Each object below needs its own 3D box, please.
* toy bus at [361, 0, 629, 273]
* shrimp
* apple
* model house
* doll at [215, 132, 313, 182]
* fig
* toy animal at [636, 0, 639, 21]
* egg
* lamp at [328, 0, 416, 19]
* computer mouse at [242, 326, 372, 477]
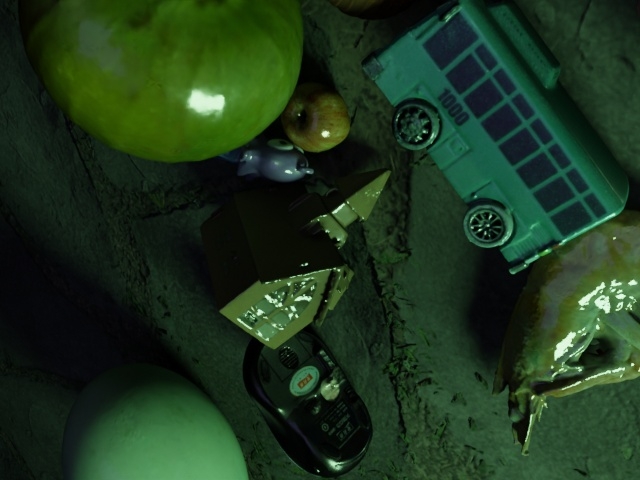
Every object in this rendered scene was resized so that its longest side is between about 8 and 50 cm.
[{"bbox_3d":[0.173,-0.116,0.564,0.147,0.128,0.256,-35,92,36],"label":"toy bus"},{"bbox_3d":[0.290,0.114,0.625,0.168,0.077,0.318,22,118,20],"label":"shrimp"},{"bbox_3d":[-0.005,-0.149,0.698,0.083,0.071,0.084,8,106,29],"label":"apple"},{"bbox_3d":[0.000,0.000,0.733,0.248,0.181,0.176,-37,131,13],"label":"model house"},{"bbox_3d":[-0.091,-0.112,0.747,0.205,0.110,0.067,19,101,33],"label":"doll"},{"bbox_3d":[-0.180,-0.229,0.654,0.315,0.316,0.317,13,117,27],"label":"fig"},{"bbox_3d":[0.367,-0.160,0.375,0.237,0.269,0.326,42,94,9],"label":"toy animal"},{"bbox_3d":[-0.272,0.391,0.971,0.276,0.276,0.389,-20,99,37],"label":"egg"},{"bbox_3d":[0.051,-0.287,0.560,0.136,0.136,0.137,13,117,27],"label":"lamp"},{"bbox_3d":[-0.027,0.231,0.836,0.233,0.137,0.096,55,146,6],"label":"computer mouse"}]
